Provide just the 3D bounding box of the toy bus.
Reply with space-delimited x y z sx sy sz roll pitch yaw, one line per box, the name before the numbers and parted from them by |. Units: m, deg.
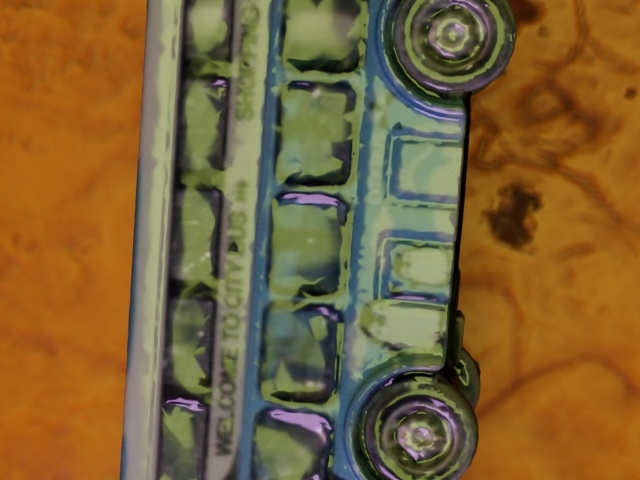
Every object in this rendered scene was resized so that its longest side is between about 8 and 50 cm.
toy bus | 0.000 0.000 0.458 0.131 0.106 0.297 4 96 7
